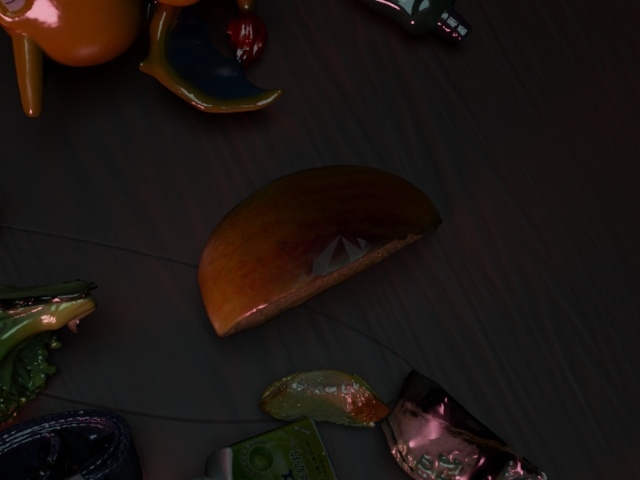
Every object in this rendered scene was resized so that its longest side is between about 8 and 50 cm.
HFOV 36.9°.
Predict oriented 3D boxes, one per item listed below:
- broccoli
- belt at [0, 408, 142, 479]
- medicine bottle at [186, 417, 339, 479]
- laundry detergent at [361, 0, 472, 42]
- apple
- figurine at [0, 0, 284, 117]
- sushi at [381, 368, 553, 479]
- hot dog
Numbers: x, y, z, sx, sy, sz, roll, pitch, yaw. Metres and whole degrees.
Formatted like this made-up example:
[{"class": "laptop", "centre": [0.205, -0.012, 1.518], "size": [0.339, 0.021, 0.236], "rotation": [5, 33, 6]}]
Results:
[{"class": "broccoli", "centre": [-0.387, 0.150, 1.141], "size": [0.273, 0.242, 0.180], "rotation": [-6, 98, 0]}, {"class": "belt", "centre": [-0.327, 0.298, 1.139], "size": [0.230, 0.126, 0.140], "rotation": [-19, 47, -18]}, {"class": "medicine bottle", "centre": [-0.078, 0.306, 1.154], "size": [0.188, 0.088, 0.132], "rotation": [-14, 76, -32]}, {"class": "laundry detergent", "centre": [0.135, -0.373, 1.386], "size": [0.221, 0.078, 0.144], "rotation": [38, 72, 6]}, {"class": "apple", "centre": [0.000, 0.000, 1.239], "size": [0.346, 0.179, 0.254], "rotation": [-25, 41, -12]}, {"class": "figurine", "centre": [-0.239, -0.337, 1.250], "size": [0.387, 0.268, 0.401], "rotation": [-21, 83, -13]}, {"class": "sushi", "centre": [0.199, 0.293, 1.210], "size": [0.273, 0.134, 0.109], "rotation": [40, 89, -9]}, {"class": "hot dog", "centre": [0.007, 0.198, 1.232], "size": [0.169, 0.061, 0.078], "rotation": [6, 113, 0]}]
